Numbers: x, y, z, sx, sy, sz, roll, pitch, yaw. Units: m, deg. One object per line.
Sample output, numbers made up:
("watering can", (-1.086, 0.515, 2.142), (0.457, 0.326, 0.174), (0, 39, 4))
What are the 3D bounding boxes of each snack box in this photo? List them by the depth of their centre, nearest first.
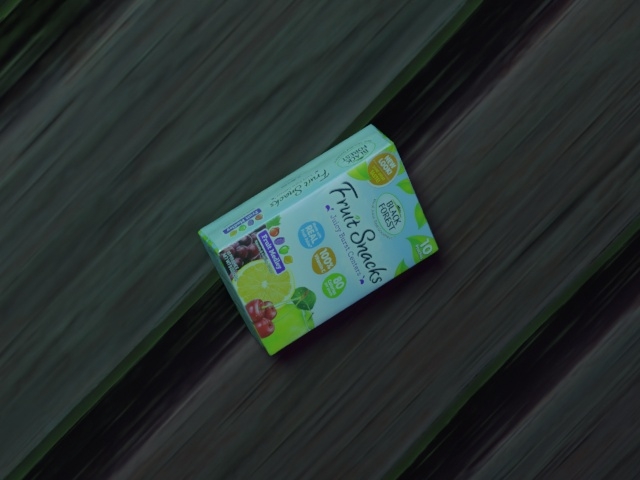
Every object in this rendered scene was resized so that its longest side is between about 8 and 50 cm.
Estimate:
("snack box", (0.000, 0.000, 1.355), (0.141, 0.037, 0.100), (-32, 127, -9))
